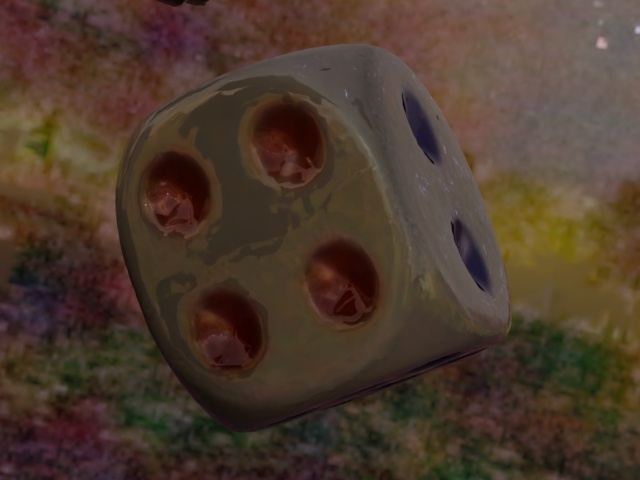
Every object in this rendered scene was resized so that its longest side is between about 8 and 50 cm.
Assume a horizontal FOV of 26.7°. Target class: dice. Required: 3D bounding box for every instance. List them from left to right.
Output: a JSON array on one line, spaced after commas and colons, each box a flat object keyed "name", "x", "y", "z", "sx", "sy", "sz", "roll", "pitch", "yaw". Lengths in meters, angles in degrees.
[{"name": "dice", "x": 0.000, "y": 0.000, "z": 1.290, "sx": 0.277, "sy": 0.304, "sz": 0.304, "roll": -22, "pitch": -9, "yaw": 17}]

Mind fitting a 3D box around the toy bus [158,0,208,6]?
[{"name": "toy bus", "x": -0.152, "y": -0.254, "z": 1.019, "sx": 0.201, "sy": 0.114, "sz": 0.098, "roll": 18, "pitch": -6, "yaw": -14}]
